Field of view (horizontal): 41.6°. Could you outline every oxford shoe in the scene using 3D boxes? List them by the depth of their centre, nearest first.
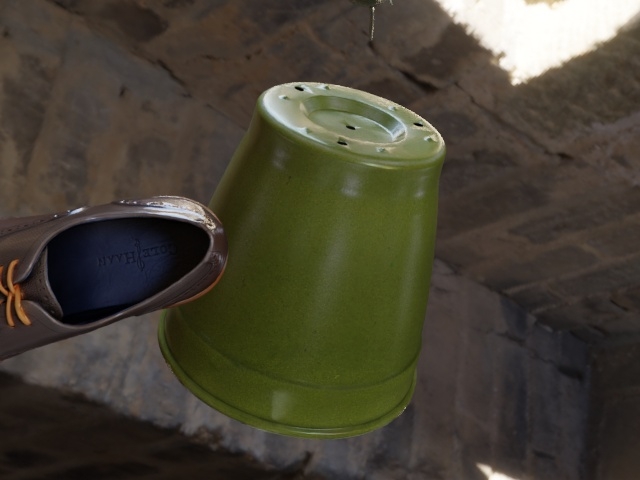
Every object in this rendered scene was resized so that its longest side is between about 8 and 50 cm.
[{"bbox_3d":[-0.253,0.034,0.677,0.364,0.130,0.133,-18,1,-9],"label":"oxford shoe"}]

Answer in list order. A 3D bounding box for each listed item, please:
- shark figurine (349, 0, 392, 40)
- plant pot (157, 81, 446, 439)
[{"bbox_3d":[0.036,-0.323,1.013,0.278,0.116,0.166,-110,24,-71],"label":"shark figurine"},{"bbox_3d":[0.000,0.000,1.092,0.366,0.366,0.353,-118,38,-53],"label":"plant pot"}]
